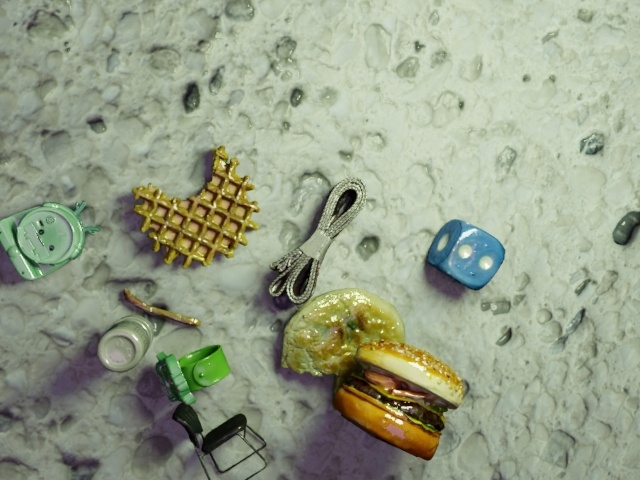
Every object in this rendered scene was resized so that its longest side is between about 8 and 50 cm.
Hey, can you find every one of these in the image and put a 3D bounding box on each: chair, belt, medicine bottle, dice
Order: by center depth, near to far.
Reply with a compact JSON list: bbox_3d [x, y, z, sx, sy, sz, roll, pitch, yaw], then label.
[{"bbox_3d":[-0.457,0.239,1.391,0.105,0.168,0.105,0,94,-7],"label":"medicine bottle"},{"bbox_3d":[-0.247,0.478,1.455,0.145,0.140,0.221,-32,94,-4],"label":"chair"},{"bbox_3d":[0.000,0.000,1.466,0.126,0.094,0.360,35,88,8],"label":"belt"},{"bbox_3d":[0.368,0.035,1.495,0.146,0.146,0.143,32,91,-9],"label":"dice"}]

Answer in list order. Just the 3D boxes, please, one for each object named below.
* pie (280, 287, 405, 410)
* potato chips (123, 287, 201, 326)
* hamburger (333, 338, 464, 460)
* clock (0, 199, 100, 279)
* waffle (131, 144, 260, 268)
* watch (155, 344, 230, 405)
[{"bbox_3d":[0.068,0.267,1.507,0.337,0.075,0.338,-1,96,-10],"label":"pie"},{"bbox_3d":[-0.396,0.174,1.467,0.203,0.026,0.037,24,77,-8],"label":"potato chips"},{"bbox_3d":[0.185,0.355,1.367,0.290,0.291,0.225,29,77,-8],"label":"hamburger"},{"bbox_3d":[-0.639,-0.016,1.402,0.210,0.066,0.159,-28,98,-5],"label":"clock"},{"bbox_3d":[-0.292,-0.067,1.445,0.292,0.069,0.260,-25,99,-8],"label":"waffle"},{"bbox_3d":[-0.310,0.309,1.444,0.152,0.165,0.131,-26,96,-29],"label":"watch"}]
